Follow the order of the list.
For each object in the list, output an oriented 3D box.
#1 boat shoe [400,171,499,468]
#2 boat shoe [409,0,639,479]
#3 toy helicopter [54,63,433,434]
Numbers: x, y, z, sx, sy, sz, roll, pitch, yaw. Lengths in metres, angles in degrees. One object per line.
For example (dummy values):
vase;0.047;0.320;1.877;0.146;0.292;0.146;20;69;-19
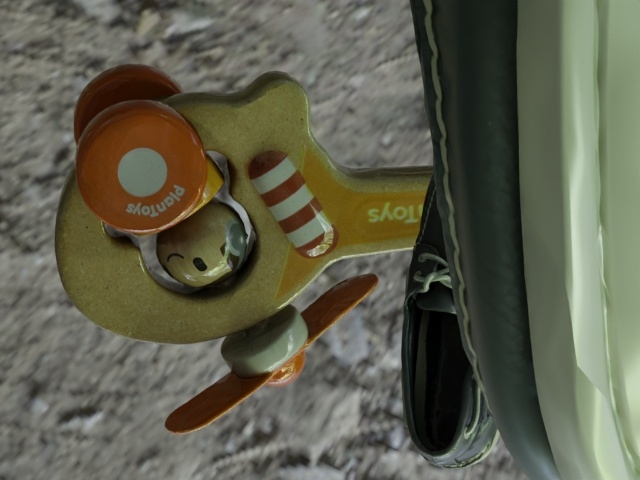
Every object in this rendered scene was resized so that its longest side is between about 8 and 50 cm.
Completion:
boat shoe;0.086;0.035;1.164;0.075;0.065;0.206;5;90;20
boat shoe;0.053;-0.104;0.375;0.099;0.116;0.319;-1;88;49
toy helicopter;0.000;0.000;1.311;0.355;0.140;0.235;-5;107;-7
